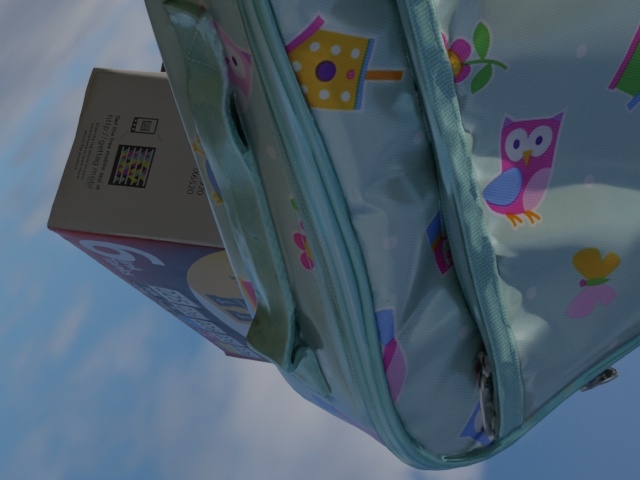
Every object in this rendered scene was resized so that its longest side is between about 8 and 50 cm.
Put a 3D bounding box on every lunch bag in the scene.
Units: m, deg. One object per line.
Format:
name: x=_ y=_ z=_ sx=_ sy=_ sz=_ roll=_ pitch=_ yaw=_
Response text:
lunch bag: x=0.054 y=-0.060 z=0.663 sx=0.224 sy=0.279 sz=0.108 roll=-35 pitch=-146 yaw=-26

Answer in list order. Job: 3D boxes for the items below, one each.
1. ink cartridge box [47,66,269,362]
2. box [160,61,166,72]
ink cartridge box: x=0.000 y=0.000 z=1.325 sx=0.271 sy=0.309 sz=0.130 roll=6 pitch=-108 yaw=25
box: x=-0.082 y=-0.109 z=1.697 sx=0.158 sy=0.156 sz=0.093 roll=112 pitch=-10 yaw=-64
